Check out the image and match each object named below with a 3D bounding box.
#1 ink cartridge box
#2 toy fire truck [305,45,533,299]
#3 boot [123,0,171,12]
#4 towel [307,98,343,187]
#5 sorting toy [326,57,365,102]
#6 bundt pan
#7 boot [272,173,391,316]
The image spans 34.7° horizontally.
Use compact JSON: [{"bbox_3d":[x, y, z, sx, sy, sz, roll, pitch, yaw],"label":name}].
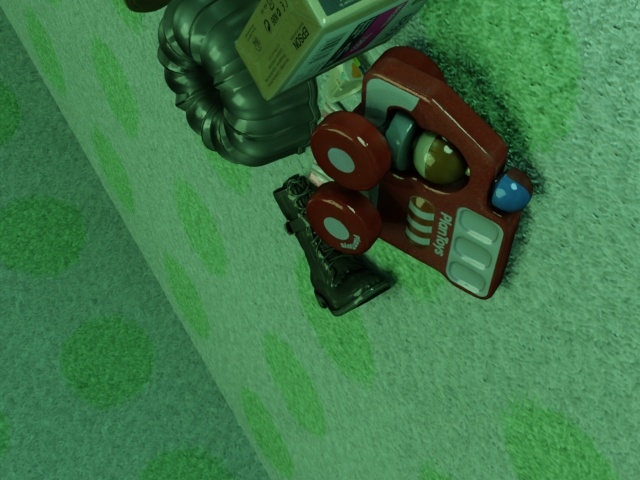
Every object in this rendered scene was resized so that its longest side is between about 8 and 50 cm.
[{"bbox_3d":[0.024,-0.270,1.181,0.088,0.193,0.234,61,159,2],"label":"ink cartridge box"},{"bbox_3d":[0.132,-0.075,1.242,0.253,0.169,0.302,29,147,17],"label":"toy fire truck"},{"bbox_3d":[-0.376,-0.526,1.802,0.109,0.283,0.220,-41,69,23],"label":"boot"},{"bbox_3d":[0.037,-0.105,1.562,0.144,0.029,0.197,54,156,23],"label":"towel"},{"bbox_3d":[0.031,-0.242,1.411,0.075,0.044,0.083,69,160,7],"label":"sorting toy"},{"bbox_3d":[-0.151,-0.261,1.645,0.331,0.124,0.331,44,152,30],"label":"bundt pan"},{"bbox_3d":[0.000,0.000,1.673,0.229,0.091,0.263,65,161,-8],"label":"boot"}]
